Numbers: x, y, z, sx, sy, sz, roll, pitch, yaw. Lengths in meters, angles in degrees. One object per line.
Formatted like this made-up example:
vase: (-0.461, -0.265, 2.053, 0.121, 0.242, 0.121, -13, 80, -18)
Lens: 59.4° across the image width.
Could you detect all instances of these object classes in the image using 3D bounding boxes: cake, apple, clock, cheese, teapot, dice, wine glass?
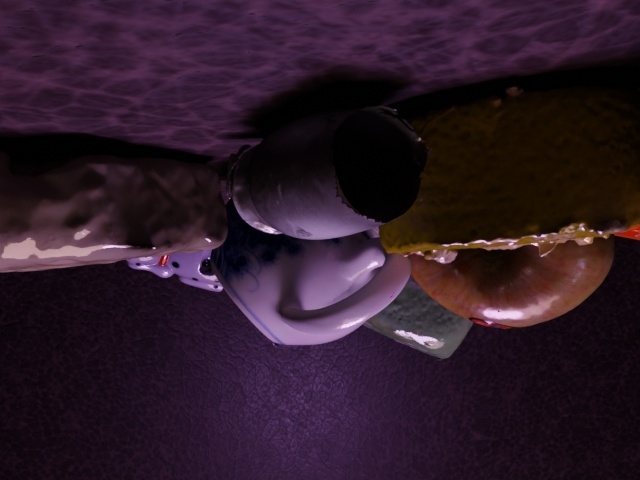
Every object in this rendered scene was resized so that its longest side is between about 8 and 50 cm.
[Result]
cake: (0.179, -0.058, 0.526, 0.260, 0.156, 0.179, -8, -176, 23)
apple: (0.233, -0.011, 0.722, 0.260, 0.261, 0.194, -6, -171, 28)
clock: (-0.334, 0.010, 1.255, 0.253, 0.189, 0.189, 9, 173, -22)
cheese: (-0.269, -0.029, 0.617, 0.326, 0.115, 0.318, -7, 179, -12)
teapot: (0.000, 0.000, 0.779, 0.280, 0.252, 0.424, -39, -157, -2)
dice: (0.228, 0.091, 1.405, 0.322, 0.319, 0.330, 25, 171, 6)
wine glass: (-0.003, -0.056, 0.501, 0.111, 0.111, 0.204, -5, -179, -31)

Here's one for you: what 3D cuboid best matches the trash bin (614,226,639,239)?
trash bin: (0.473, -0.079, 0.745, 0.238, 0.185, 0.161, 8, 173, 5)
